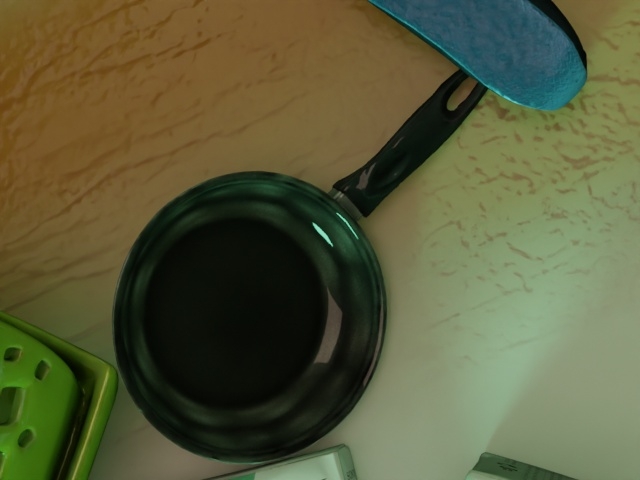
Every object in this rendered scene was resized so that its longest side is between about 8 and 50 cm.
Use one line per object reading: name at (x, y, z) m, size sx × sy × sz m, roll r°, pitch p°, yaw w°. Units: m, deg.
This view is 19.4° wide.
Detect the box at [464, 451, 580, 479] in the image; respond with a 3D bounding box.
box at (0.166, 0.220, 1.193) m, size 0.182 × 0.181 × 0.119 m, roll 17°, pitch 89°, yaw 8°

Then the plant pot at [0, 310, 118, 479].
plant pot at (-0.275, 0.133, 1.221) m, size 0.227 × 0.207 × 0.228 m, roll 19°, pitch 89°, yaw 38°

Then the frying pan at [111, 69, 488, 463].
frying pan at (-0.026, -0.009, 1.271) m, size 0.197 × 0.053 × 0.326 m, roll 23°, pitch 84°, yaw -23°

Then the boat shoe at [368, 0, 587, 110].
boat shoe at (0.073, -0.182, 1.277) m, size 0.109 × 0.089 × 0.258 m, roll -40°, pitch 88°, yaw 17°

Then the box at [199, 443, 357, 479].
box at (-0.056, 0.321, 1.282) m, size 0.232 × 0.058 × 0.322 m, roll -15°, pitch 84°, yaw 7°
